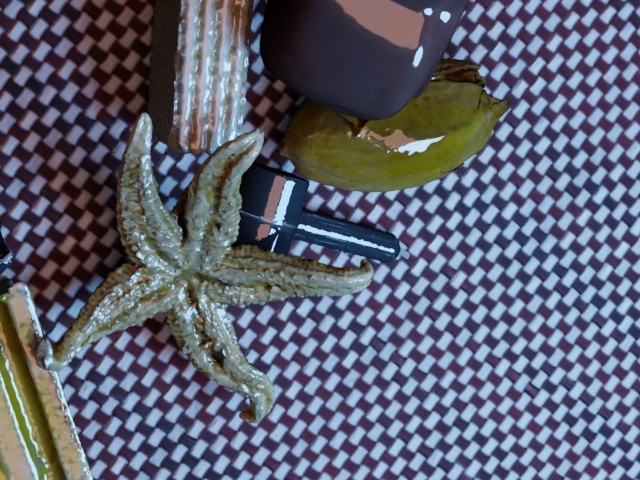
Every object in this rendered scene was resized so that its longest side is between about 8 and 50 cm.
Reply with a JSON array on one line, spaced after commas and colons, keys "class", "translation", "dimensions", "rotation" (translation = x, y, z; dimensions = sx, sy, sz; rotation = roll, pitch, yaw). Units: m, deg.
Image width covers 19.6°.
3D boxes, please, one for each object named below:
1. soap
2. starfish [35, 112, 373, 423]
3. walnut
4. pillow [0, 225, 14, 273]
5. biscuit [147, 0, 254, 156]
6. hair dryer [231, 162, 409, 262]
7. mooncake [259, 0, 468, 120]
[{"class": "soap", "translation": [-0.325, 0.161, 1.850], "dimensions": [0.135, 0.076, 0.233], "rotation": [-20, 106, -13]}, {"class": "starfish", "translation": [-0.131, 0.041, 1.823], "dimensions": [0.327, 0.094, 0.375], "rotation": [-31, 122, 3]}, {"class": "walnut", "translation": [0.076, -0.118, 1.901], "dimensions": [0.245, 0.137, 0.137], "rotation": [-8, 104, -14]}, {"class": "pillow", "translation": [-0.393, 0.043, 1.769], "dimensions": [0.208, 0.141, 0.055], "rotation": [-26, 110, -9]}, {"class": "biscuit", "translation": [-0.110, -0.299, 1.792], "dimensions": [0.078, 0.144, 0.426], "rotation": [2, 103, -18]}, {"class": "hair dryer", "translation": [0.000, 0.000, 1.937], "dimensions": [0.219, 0.071, 0.124], "rotation": [12, 99, -29]}, {"class": "mooncake", "translation": [0.071, -0.292, 1.756], "dimensions": [0.174, 0.326, 0.334], "rotation": [23, 124, -10]}]
